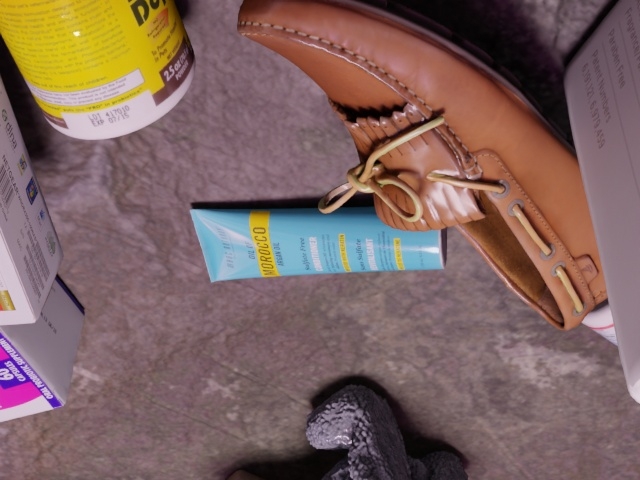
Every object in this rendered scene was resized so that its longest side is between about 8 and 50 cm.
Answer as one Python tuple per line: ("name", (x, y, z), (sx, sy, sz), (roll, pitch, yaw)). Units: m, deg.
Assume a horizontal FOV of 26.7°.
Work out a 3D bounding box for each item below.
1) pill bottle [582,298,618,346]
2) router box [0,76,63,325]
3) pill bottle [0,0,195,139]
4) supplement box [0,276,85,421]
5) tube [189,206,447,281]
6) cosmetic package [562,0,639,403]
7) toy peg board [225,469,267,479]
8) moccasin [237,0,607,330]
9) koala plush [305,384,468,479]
("pill bottle", (0.293, 0.065, 1.138), (0.160, 0.087, 0.087), (32, 127, -26))
("router box", (-0.371, -0.084, 0.928), (0.301, 0.082, 0.335), (-3, 128, 10))
("pill bottle", (-0.168, -0.179, 0.893), (0.117, 0.117, 0.215), (-10, 133, 11))
("supplement box", (-0.333, 0.094, 1.166), (0.220, 0.114, 0.111), (-15, 133, 18))
("tube", (0.000, 0.000, 1.116), (0.207, 0.052, 0.080), (-2, 125, 12))
("cosmetic package", (0.404, -0.086, 0.824), (0.329, 0.327, 0.394), (21, 130, -17))
("toy peg board", (-0.064, 0.337, 1.416), (0.160, 0.079, 0.161), (27, 128, -23))
("moccasin", (0.084, -0.056, 0.982), (0.380, 0.139, 0.147), (36, 85, -37))
("koala plush", (0.009, 0.289, 1.280), (0.221, 0.203, 0.196), (-30, 126, 26))
